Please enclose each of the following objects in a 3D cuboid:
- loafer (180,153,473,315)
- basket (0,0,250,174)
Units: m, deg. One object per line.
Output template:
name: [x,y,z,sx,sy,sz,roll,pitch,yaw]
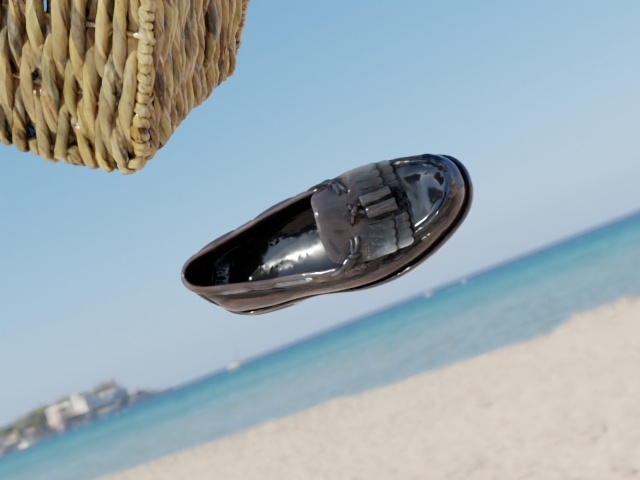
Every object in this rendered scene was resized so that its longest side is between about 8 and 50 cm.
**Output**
loafer: [0.000,0.000,1.183,0.303,0.109,0.095,-24,-19,29]
basket: [-0.168,-0.229,0.849,0.214,0.299,0.223,14,30,9]
